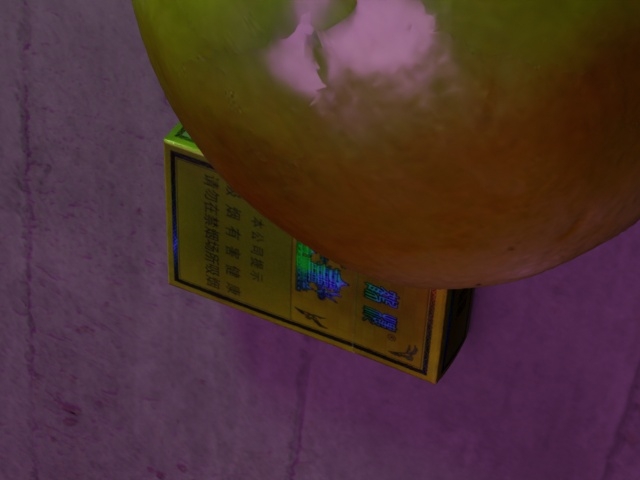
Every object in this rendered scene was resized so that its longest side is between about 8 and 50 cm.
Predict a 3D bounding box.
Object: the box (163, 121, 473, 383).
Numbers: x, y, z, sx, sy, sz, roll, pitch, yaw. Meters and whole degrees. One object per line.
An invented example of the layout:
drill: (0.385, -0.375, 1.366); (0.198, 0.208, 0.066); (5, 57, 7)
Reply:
box: (0.000, 0.000, 1.219); (0.220, 0.064, 0.141); (20, 134, 20)

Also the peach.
peach: (0.058, -0.125, 0.905); (0.314, 0.281, 0.315); (25, 161, 32)
